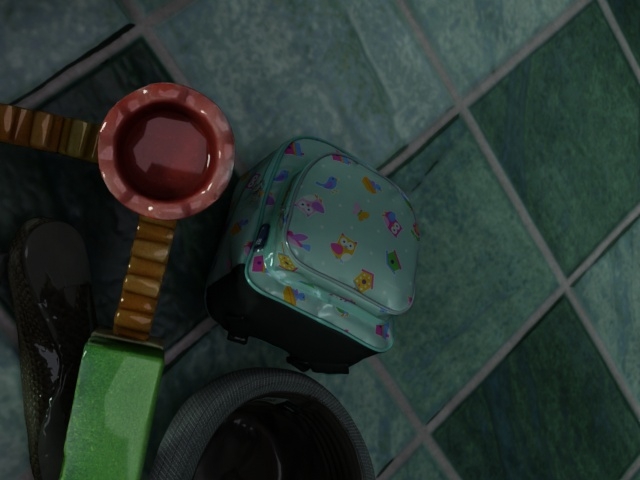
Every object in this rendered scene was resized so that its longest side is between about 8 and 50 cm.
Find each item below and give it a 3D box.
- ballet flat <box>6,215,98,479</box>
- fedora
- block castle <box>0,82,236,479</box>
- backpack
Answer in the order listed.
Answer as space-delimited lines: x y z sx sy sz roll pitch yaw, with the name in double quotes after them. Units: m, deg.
-0.217 0.103 0.725 0.084 0.058 0.249 -17 104 -42 "ballet flat"
-0.069 0.246 0.746 0.244 0.124 0.275 26 60 -33 "fedora"
-0.246 0.101 0.563 0.303 0.213 0.453 12 89 -10 "block castle"
0.000 0.000 0.772 0.166 0.144 0.188 26 46 -23 "backpack"
